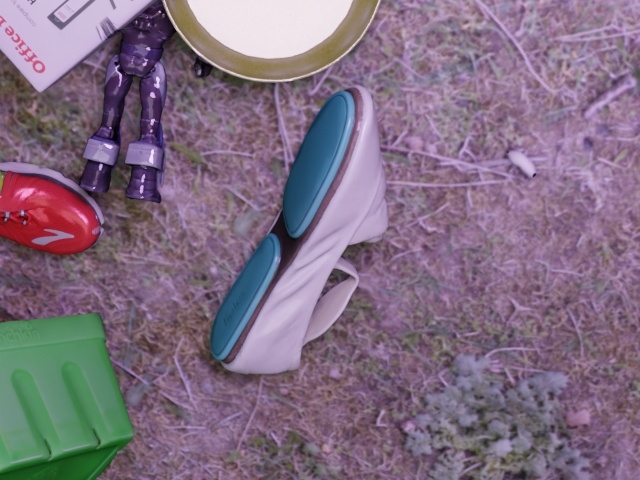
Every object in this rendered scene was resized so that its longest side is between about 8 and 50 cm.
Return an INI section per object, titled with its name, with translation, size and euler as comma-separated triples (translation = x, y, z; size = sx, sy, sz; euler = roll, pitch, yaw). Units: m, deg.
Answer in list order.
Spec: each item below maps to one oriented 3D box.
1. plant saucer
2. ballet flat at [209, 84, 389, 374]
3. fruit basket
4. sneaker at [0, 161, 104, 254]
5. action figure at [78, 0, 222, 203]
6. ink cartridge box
[plant saucer]
translation = -0.052, -0.288, 1.220
size = 0.241, 0.037, 0.241
euler = -1, 99, -6
[ballet flat]
translation = 0.000, 0.000, 1.341
size = 0.139, 0.139, 0.400
euler = 26, 118, -5
[fruit basket]
translation = -0.460, 0.174, 1.369
size = 0.392, 0.392, 0.283
euler = 38, 112, -11
[sneaker]
translation = -0.396, -0.039, 1.357
size = 0.279, 0.118, 0.107
euler = 20, 115, -3
[action figure]
translation = -0.204, -0.190, 1.283
size = 0.185, 0.099, 0.285
euler = 14, 100, 7
[ink cartridge box]
translation = -0.247, -0.268, 1.151
size = 0.203, 0.086, 0.148
euler = -37, 104, 15
